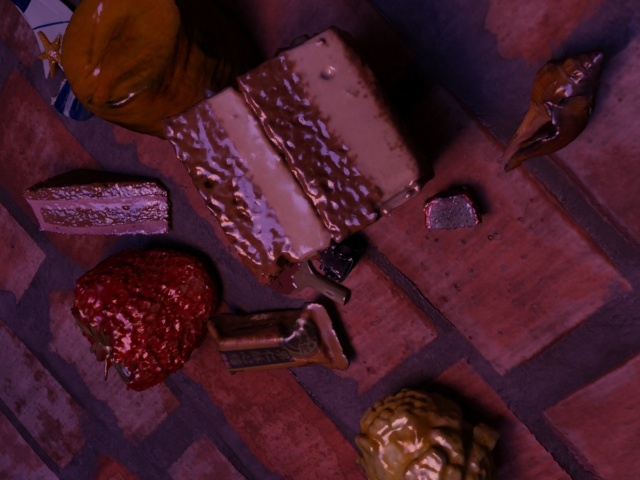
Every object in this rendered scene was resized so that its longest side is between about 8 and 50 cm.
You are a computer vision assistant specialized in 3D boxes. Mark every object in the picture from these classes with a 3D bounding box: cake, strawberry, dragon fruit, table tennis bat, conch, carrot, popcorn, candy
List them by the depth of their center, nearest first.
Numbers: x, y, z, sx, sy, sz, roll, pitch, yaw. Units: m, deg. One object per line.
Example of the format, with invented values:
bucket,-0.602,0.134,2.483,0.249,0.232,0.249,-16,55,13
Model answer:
conch,0.302,-0.161,1.087,0.080,0.086,0.232,-3,138,-9
cake,-0.024,-0.121,1.174,0.290,0.256,0.282,-33,93,6
dragon fruit,0.191,-0.049,1.239,0.083,0.060,0.056,-8,105,10
carrot,-0.234,-0.272,1.309,0.242,0.341,0.241,-1,86,22
popcorn,0.178,0.361,1.397,0.256,0.195,0.255,49,122,2
table tennis bat,-0.050,0.047,1.488,0.234,0.022,0.131,28,127,22
candy,-0.080,0.178,1.532,0.271,0.101,0.143,-7,117,32
strawberry,-0.335,0.142,1.633,0.261,0.258,0.261,39,151,26
cake,-0.416,-0.075,1.649,0.295,0.113,0.115,4,119,19

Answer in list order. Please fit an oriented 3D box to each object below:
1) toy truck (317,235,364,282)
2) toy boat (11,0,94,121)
toy truck,0.000,0.000,1.385,0.147,0.079,0.065,37,129,14
toy boat,-0.479,-0.371,1.548,0.220,0.067,0.291,-43,75,41
